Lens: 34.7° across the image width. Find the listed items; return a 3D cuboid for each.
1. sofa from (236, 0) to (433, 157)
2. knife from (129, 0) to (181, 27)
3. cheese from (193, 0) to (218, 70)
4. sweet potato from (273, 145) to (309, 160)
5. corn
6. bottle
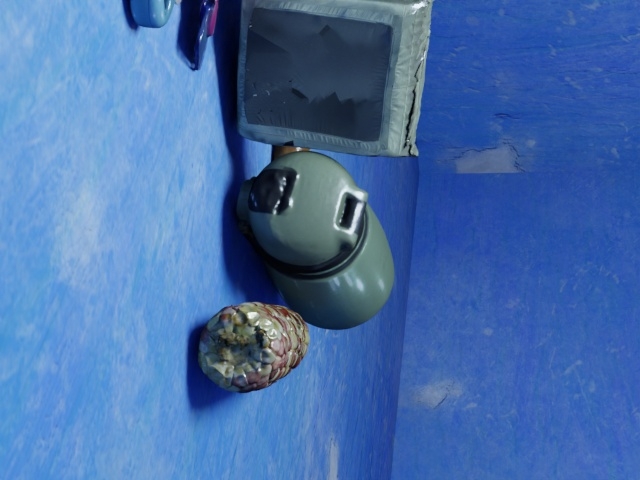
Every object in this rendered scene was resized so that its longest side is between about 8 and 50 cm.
[{"bbox_3d":[0.016,-0.218,1.206,0.176,0.226,0.210,-72,166,-62],"label":"sofa"},{"bbox_3d":[-0.140,-0.253,0.982,0.244,0.032,0.058,-80,169,-63],"label":"knife"},{"bbox_3d":[-0.098,-0.297,1.070,0.155,0.062,0.244,116,-11,-77],"label":"cheese"},{"bbox_3d":[-0.041,-0.129,1.433,0.056,0.056,0.194,70,26,-61],"label":"sweet potato"},{"bbox_3d":[-0.068,0.116,1.168,0.290,0.098,0.098,10,80,-83],"label":"corn"},{"bbox_3d":[-0.002,-0.001,1.306,0.347,0.169,0.168,63,29,-69],"label":"bottle"}]
